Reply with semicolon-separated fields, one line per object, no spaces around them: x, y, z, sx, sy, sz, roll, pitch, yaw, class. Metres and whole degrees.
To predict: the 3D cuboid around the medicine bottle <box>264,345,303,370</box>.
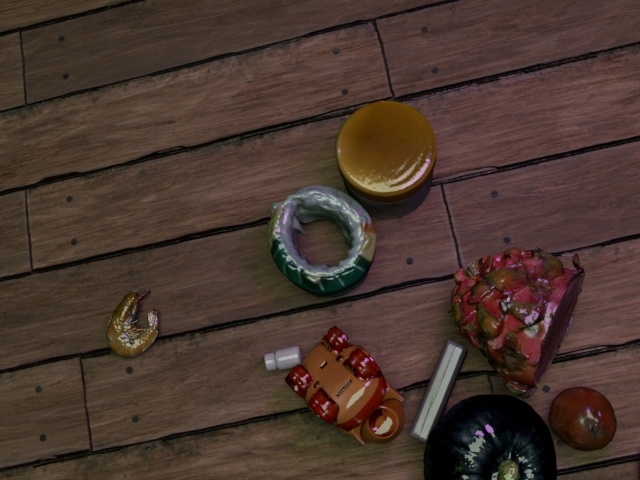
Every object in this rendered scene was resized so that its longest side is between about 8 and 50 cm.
-0.092;0.296;1.726;0.089;0.052;0.052;-13;76;4;medicine bottle

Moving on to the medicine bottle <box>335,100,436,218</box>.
0.164;-0.192;1.715;0.238;0.232;0.238;-2;76;6;medicine bottle

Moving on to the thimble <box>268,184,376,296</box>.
0.000;0.000;1.725;0.288;0.167;0.254;36;83;13;thimble

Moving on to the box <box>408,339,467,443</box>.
0.280;0.358;1.637;0.055;0.103;0.244;22;81;17;box

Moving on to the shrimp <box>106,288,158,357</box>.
-0.481;0.214;1.804;0.132;0.051;0.187;19;87;-1;shrimp

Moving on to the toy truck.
0.074;0.360;1.641;0.189;0.239;0.265;-46;35;-5;toy truck

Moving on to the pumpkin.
0.369;0.498;1.529;0.315;0.238;0.315;3;81;-19;pumpkin

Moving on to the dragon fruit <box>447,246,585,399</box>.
0.426;0.158;1.591;0.263;0.296;0.314;21;43;28;dragon fruit

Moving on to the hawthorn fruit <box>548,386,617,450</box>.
0.607;0.405;1.554;0.149;0.189;0.149;0;89;-20;hawthorn fruit
